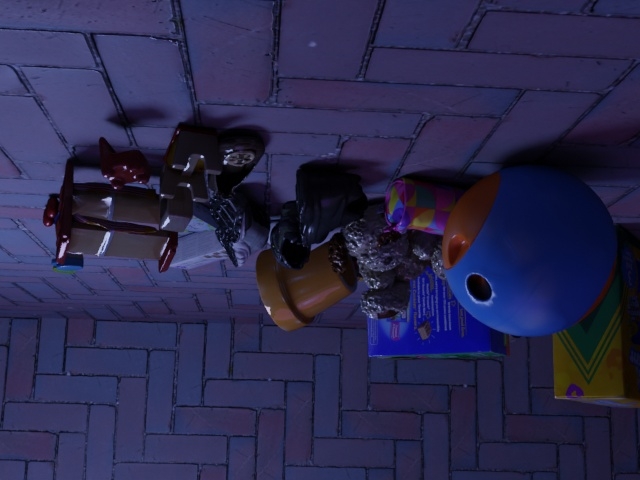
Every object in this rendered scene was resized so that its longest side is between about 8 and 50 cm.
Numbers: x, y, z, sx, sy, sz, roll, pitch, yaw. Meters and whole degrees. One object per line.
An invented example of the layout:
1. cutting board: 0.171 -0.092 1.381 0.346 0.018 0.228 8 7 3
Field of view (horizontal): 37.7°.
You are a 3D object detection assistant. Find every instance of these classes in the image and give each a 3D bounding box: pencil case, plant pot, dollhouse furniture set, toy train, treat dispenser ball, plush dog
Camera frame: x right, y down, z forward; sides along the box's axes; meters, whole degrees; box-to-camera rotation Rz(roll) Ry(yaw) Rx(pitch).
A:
1. pencil case: 0.227 -0.052 1.713 0.236 0.104 0.104 5 167 -22
2. plant pot: -0.023 0.090 2.224 0.188 0.205 0.205 -21 160 20
3. dollhouse furniture set: -0.311 -0.096 1.554 0.201 0.152 0.374 7 150 -21
4. toy train: -0.526 0.005 1.944 0.105 0.143 0.248 6 167 -20
5. treat dispenser ball: 0.348 0.017 1.567 0.288 0.288 0.288 1 168 0
6. plush dog: 0.139 0.003 1.895 0.262 0.211 0.225 -34 138 20

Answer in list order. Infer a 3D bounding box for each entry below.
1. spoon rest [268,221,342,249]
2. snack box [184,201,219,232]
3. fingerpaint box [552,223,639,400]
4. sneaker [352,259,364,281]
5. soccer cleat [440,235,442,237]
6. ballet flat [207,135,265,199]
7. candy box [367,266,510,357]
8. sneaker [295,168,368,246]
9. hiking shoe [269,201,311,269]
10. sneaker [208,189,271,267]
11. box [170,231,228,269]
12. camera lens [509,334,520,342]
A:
1. spoon rest: 0.000 0.000 2.073 0.276 0.084 0.137 16 165 -4
2. snack box: -0.278 -0.049 1.921 0.100 0.037 0.141 -4 167 17
3. fingerpaint box: 0.677 0.190 2.149 0.163 0.371 0.445 -6 165 31
4. sneaker: 0.053 0.076 2.392 0.084 0.070 0.185 -15 160 37
5. soccer cleat: 0.208 0.004 2.076 0.178 0.060 0.072 2 180 -6
6. ballet flat: -0.145 -0.117 1.542 0.084 0.058 0.250 4 168 -16
7. candy box: 0.273 0.141 2.196 0.317 0.268 0.122 -7 168 33
8. sneaker: 0.021 -0.056 1.719 0.130 0.109 0.286 -5 170 -2
9. hiking shoe: -0.064 0.016 1.926 0.086 0.114 0.227 7 151 -3
10. sneaker: -0.152 -0.041 1.864 0.108 0.100 0.271 -32 165 -13
11. box: -0.248 0.011 2.135 0.063 0.067 0.324 10 164 -35
12. camera lens: 0.371 0.149 2.336 0.274 0.219 0.219 -7 165 32
